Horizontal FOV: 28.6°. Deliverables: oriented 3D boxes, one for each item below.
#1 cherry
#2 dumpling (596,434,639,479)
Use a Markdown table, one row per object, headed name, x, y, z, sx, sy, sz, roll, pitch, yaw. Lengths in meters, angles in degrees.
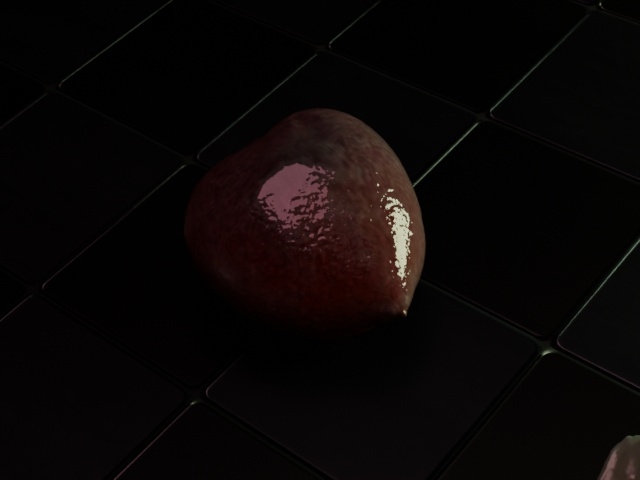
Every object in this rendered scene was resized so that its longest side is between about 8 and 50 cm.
| name | x | y | z | sx | sy | sz | roll | pitch | yaw |
| --- | --- | --- | --- | --- | --- | --- | --- | --- | --- |
| cherry | -0.007 | -0.002 | 1.257 | 0.239 | 0.206 | 0.239 | 7 | 70 | -19 |
| dumpling | 0.310 | 0.245 | 1.021 | 0.152 | 0.108 | 0.219 | -35 | 49 | -23 |
